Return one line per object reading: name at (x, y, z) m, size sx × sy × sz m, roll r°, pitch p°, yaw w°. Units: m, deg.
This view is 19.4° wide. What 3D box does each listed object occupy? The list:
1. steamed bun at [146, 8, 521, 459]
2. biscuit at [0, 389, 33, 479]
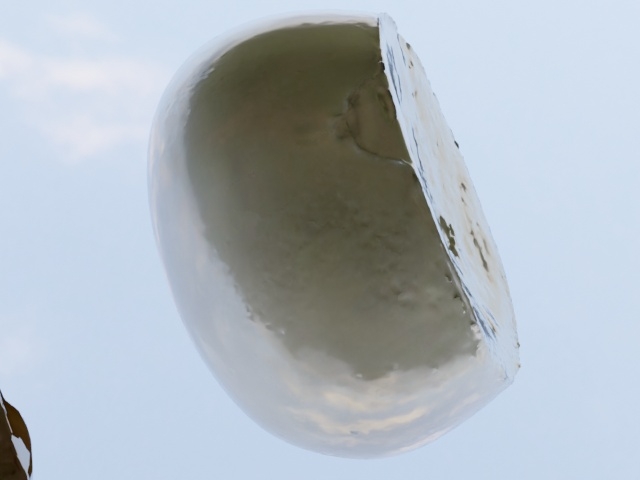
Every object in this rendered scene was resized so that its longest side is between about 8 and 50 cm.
steamed bun at (0.000, 0.000, 1.311) m, size 0.206 × 0.324 × 0.324 m, roll -20°, pitch -128°, yaw 11°
biscuit at (-0.213, 0.152, 0.934) m, size 0.107 × 0.325 × 0.325 m, roll -18°, pitch -119°, yaw -25°
